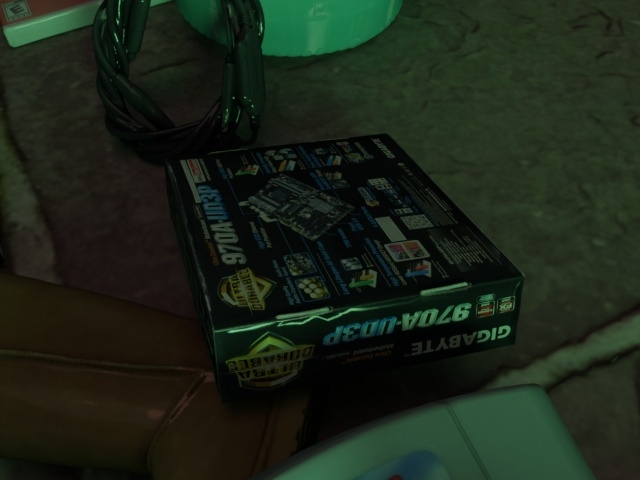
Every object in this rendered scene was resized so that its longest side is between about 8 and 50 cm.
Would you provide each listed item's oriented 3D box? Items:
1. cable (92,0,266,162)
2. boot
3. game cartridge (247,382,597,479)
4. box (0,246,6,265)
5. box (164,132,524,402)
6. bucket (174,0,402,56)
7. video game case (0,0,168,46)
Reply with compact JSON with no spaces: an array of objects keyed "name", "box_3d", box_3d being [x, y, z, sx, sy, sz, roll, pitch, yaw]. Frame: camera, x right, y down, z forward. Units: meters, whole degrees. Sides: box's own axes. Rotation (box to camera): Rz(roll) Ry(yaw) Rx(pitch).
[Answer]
[{"name":"cable","box_3d":[-0.121,-0.160,0.658,0.150,0.185,0.047,-5,5,16]},{"name":"boot","box_3d":[-0.142,0.120,0.450,0.269,0.089,0.236,7,37,10]},{"name":"game cartridge","box_3d":[0.019,0.186,0.315,0.297,0.062,0.198,-24,83,-28]},{"name":"box","box_3d":[-0.405,-0.006,0.577,0.290,0.087,0.169,-24,51,-16]},{"name":"box","box_3d":[0.000,0.000,0.505,0.175,0.051,0.220,-9,31,-15]},{"name":"bucket","box_3d":[-0.030,-0.319,0.737,0.281,0.183,0.281,2,50,-2]},{"name":"video game case","box_3d":[-0.280,-0.330,0.891,0.204,0.025,0.285,-21,50,-13]}]
